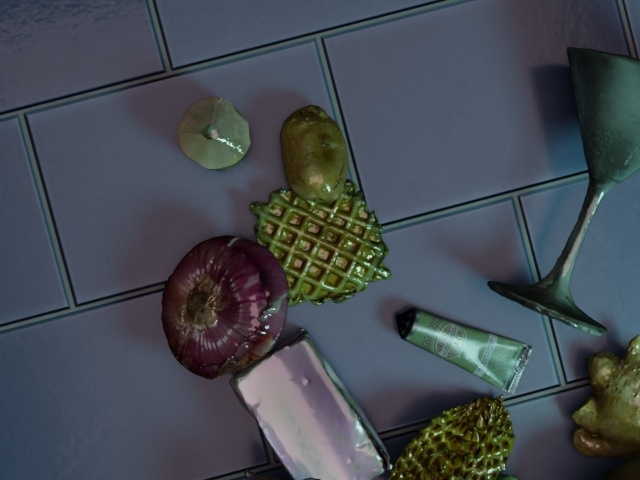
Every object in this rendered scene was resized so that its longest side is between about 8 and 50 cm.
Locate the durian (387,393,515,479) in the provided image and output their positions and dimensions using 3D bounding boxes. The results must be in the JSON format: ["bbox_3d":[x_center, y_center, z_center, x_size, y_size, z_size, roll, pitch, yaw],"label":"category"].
[{"bbox_3d":[0.215,0.346,1.834,0.144,0.139,0.252,36,90,10],"label":"durian"}]

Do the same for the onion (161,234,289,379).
[{"bbox_3d":[-0.134,0.108,1.815,0.230,0.163,0.230,-11,74,40],"label":"onion"}]

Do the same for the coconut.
[{"bbox_3d":[-0.167,-0.168,1.818,0.116,0.122,0.116,0,92,-2],"label":"coconut"}]

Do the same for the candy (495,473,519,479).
[{"bbox_3d":[0.198,0.505,1.850,0.343,0.142,0.132,-26,56,-1],"label":"candy"}]

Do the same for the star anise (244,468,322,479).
[{"bbox_3d":[-0.032,0.488,1.774,0.108,0.315,0.315,-28,93,-35],"label":"star anise"}]

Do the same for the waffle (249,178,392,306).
[{"bbox_3d":[0.000,0.000,1.862,0.208,0.054,0.214,-18,89,-4],"label":"waffle"}]

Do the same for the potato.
[{"bbox_3d":[-0.010,-0.139,1.829,0.107,0.080,0.170,-4,69,0],"label":"potato"}]

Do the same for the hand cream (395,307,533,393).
[{"bbox_3d":[0.231,0.171,1.879,0.235,0.055,0.086,23,93,-10],"label":"hand cream"}]

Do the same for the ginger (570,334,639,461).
[{"bbox_3d":[0.498,0.257,1.865,0.157,0.102,0.216,13,96,24],"label":"ginger"}]

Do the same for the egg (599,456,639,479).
[{"bbox_3d":[0.553,0.494,1.780,0.282,0.282,0.351,-41,113,-1],"label":"egg"}]

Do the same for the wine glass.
[{"bbox_3d":[0.427,-0.073,1.786,0.267,0.267,0.406,24,94,-3],"label":"wine glass"}]

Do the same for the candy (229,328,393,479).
[{"bbox_3d":[-0.015,0.288,1.836,0.155,0.116,0.265,-34,93,2],"label":"candy"}]
